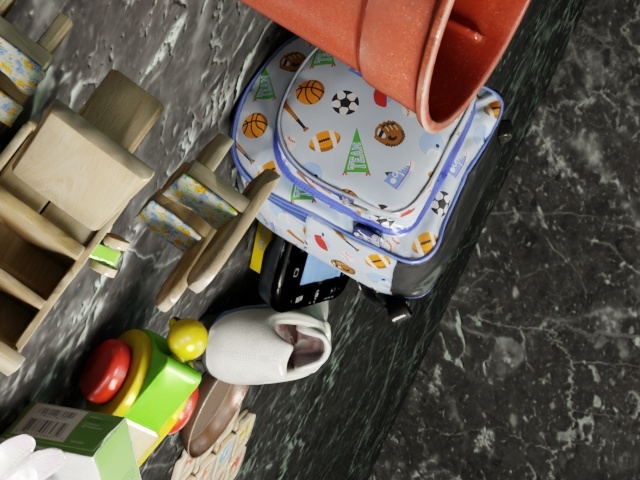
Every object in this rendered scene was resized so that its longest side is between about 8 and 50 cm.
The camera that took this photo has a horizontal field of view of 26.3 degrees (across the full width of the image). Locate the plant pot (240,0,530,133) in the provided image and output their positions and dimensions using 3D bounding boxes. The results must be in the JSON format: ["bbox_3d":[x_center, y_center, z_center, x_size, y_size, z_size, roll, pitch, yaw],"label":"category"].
[{"bbox_3d":[0.033,-0.265,1.118,0.272,0.265,0.272,-56,164,-26],"label":"plant pot"}]

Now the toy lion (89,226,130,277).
[{"bbox_3d":[-0.211,-0.008,1.121,0.034,0.096,0.100,-63,-154,4],"label":"toy lion"}]

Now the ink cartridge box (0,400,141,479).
[{"bbox_3d":[-0.230,0.262,1.333,0.062,0.109,0.209,-53,142,-49],"label":"ink cartridge box"}]

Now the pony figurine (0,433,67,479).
[{"bbox_3d":[-0.305,0.404,1.241,0.351,0.303,0.363,-44,174,-28],"label":"pony figurine"}]

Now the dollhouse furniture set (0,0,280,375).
[{"bbox_3d":[-0.188,-0.018,0.927,0.161,0.212,0.242,-58,-168,-23],"label":"dollhouse furniture set"}]

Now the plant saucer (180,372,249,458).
[{"bbox_3d":[-0.142,0.214,1.841,0.168,0.029,0.168,-56,165,-24],"label":"plant saucer"}]

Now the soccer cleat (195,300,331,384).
[{"bbox_3d":[-0.035,0.129,1.768,0.331,0.143,0.116,-19,117,-66],"label":"soccer cleat"}]

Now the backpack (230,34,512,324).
[{"bbox_3d":[0.038,-0.096,1.446,0.276,0.263,0.213,-60,160,-25],"label":"backpack"}]

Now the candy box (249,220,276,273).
[{"bbox_3d":[-0.039,-0.061,1.702,0.105,0.027,0.206,-44,157,-44],"label":"candy box"}]

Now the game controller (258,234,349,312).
[{"bbox_3d":[0.000,0.000,1.714,0.319,0.067,0.166,-7,104,-73],"label":"game controller"}]

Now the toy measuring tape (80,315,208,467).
[{"bbox_3d":[-0.224,0.195,1.424,0.330,0.121,0.121,-50,170,19],"label":"toy measuring tape"}]

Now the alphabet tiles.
[{"bbox_3d":[-0.181,0.367,1.994,0.284,0.021,0.278,-42,155,-52],"label":"alphabet tiles"}]
